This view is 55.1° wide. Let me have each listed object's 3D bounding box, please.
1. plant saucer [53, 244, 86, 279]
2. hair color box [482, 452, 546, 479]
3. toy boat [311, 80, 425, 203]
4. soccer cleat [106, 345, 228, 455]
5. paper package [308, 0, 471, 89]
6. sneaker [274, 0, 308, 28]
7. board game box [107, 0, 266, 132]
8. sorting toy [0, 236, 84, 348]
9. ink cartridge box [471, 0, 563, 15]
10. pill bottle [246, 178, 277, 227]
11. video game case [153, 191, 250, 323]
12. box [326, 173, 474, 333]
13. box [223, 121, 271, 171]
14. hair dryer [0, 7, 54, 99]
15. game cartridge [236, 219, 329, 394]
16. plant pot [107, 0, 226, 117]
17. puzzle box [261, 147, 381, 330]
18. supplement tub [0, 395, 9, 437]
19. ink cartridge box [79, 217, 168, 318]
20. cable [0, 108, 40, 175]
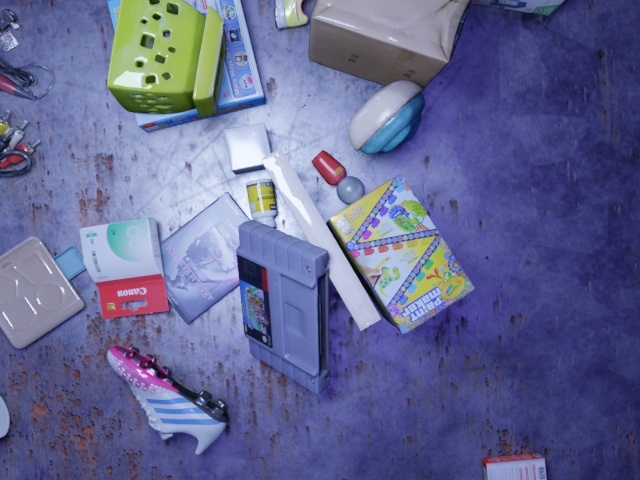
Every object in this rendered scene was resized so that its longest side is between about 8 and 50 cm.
[{"bbox_3d":[-0.656,0.090,1.480,0.192,0.018,0.067,-34,90,-2],"label":"plant saucer"},{"bbox_3d":[0.466,0.558,1.476,0.141,0.043,0.071,-5,89,0],"label":"hair color box"},{"bbox_3d":[0.125,-0.226,1.415,0.148,0.267,0.318,46,120,-2],"label":"toy boat"},{"bbox_3d":[-0.377,0.376,1.430,0.331,0.116,0.143,33,88,0],"label":"soccer cleat"},{"bbox_3d":[0.138,-0.469,1.350,0.310,0.325,0.168,18,89,-1],"label":"paper package"},{"bbox_3d":[-0.062,-0.613,1.474,0.094,0.081,0.208,2,100,-1],"label":"sneaker"},{"bbox_3d":[-0.312,-0.444,1.460,0.302,0.086,0.307,-13,89,-1],"label":"board game box"},{"bbox_3d":[-0.693,0.123,1.456,0.193,0.038,0.208,-34,95,-1],"label":"sorting toy"},{"bbox_3d":[0.467,-0.611,1.439,0.213,0.154,0.093,10,90,-2],"label":"ink cartridge box"},{"bbox_3d":[-0.138,-0.086,1.467,0.065,0.065,0.116,-9,90,-1],"label":"pill bottle"},{"bbox_3d":[-0.272,0.042,1.484,0.274,0.026,0.196,-38,90,-2],"label":"video game case"},{"bbox_3d":[0.157,0.030,1.357,0.177,0.290,0.279,-32,90,-2],"label":"box"},{"bbox_3d":[-0.169,-0.217,1.457,0.102,0.087,0.101,-11,89,-1],"label":"box"},{"bbox_3d":[-0.812,-0.401,1.455,0.294,0.080,0.223,-29,90,0],"label":"hair dryer"},{"bbox_3d":[-0.082,0.146,1.333,0.230,0.068,0.354,19,125,32],"label":"game cartridge"},{"bbox_3d":[-0.314,-0.388,1.309,0.207,0.228,0.226,10,88,-6],"label":"plant pot"},{"bbox_3d":[0.000,0.000,1.365,0.052,0.272,0.408,-30,89,-1],"label":"puzzle box"},{"bbox_3d":[-0.843,0.434,1.408,0.200,0.144,0.144,-23,89,-1],"label":"supplement tub"},{"bbox_3d":[-0.464,0.068,1.450,0.181,0.056,0.224,-8,88,12],"label":"ink cartridge box"},{"bbox_3d":[-0.797,-0.174,1.477,0.287,0.072,0.139,-40,99,11],"label":"cable"}]
